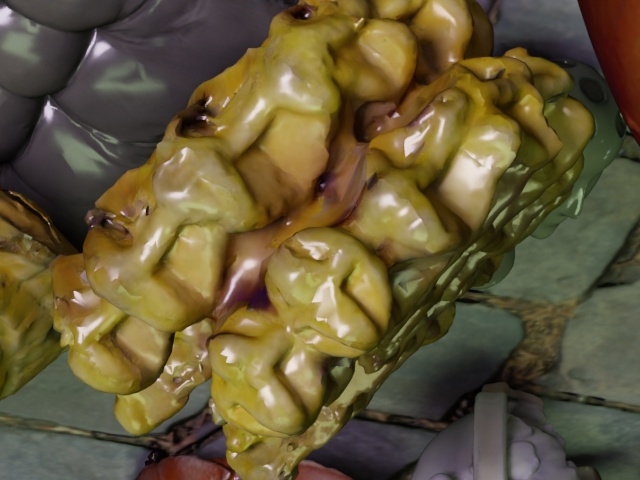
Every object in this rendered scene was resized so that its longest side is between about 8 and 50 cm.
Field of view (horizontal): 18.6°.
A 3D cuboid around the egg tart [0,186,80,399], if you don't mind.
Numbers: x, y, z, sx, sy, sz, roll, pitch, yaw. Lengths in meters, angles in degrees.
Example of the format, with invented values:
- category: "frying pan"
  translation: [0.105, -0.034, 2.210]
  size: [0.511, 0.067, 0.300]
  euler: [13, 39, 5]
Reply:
- category: "egg tart"
  translation: [-0.251, 0.042, 0.980]
  size: [0.290, 0.115, 0.290]
  euler: [3, 156, 1]

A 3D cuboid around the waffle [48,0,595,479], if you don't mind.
- category: "waffle"
  translation: [0.000, 0.000, 0.953]
  size: [0.261, 0.151, 0.324]
  euler: [-47, 174, -8]

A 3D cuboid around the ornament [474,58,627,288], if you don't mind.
- category: "ornament"
  translation: [0.117, -0.037, 1.101]
  size: [0.075, 0.081, 0.156]
  euler: [-12, 154, -35]

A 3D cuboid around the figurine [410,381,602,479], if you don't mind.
- category: "figurine"
  translation: [0.138, 0.186, 1.339]
  size: [0.141, 0.162, 0.237]
  euler: [-7, 157, 16]

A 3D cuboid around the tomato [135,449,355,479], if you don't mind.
- category: "tomato"
  translation: [-0.029, 0.236, 1.374]
  size: [0.228, 0.112, 0.199]
  euler: [31, 146, -33]

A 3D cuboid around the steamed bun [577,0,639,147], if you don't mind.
- category: "steamed bun"
  translation: [0.242, -0.126, 0.866]
  size: [0.248, 0.235, 0.379]
  euler: [-28, 139, 22]

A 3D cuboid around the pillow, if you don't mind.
- category: "pillow"
  translation: [-0.197, -0.105, 0.943]
  size: [0.326, 0.101, 0.228]
  euler: [18, 133, -33]
